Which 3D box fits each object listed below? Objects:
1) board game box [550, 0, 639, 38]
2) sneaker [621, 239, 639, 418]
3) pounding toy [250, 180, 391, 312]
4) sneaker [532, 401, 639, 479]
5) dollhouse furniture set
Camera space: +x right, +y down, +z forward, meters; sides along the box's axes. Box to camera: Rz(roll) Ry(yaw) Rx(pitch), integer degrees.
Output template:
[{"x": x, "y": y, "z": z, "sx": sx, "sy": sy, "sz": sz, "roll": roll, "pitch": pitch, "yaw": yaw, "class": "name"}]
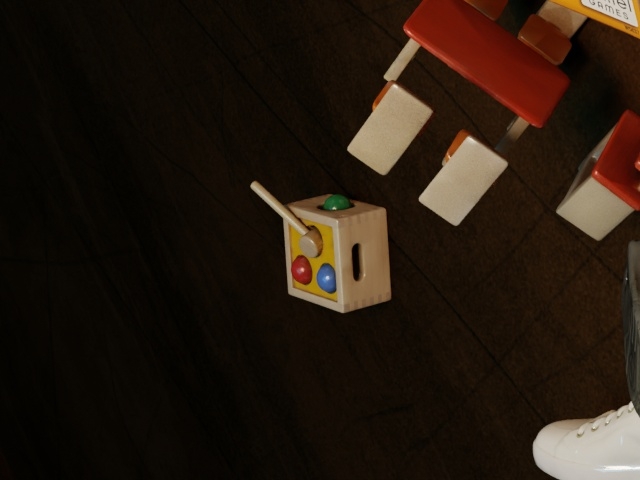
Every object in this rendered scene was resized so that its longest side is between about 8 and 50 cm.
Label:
[{"x": 0.184, "y": -0.421, "z": 1.101, "sx": 0.356, "sy": 0.356, "sz": 0.356, "roll": 33, "pitch": 156, "yaw": 46, "class": "board game box"}, {"x": 0.319, "y": 0.077, "z": 1.358, "sx": 0.130, "sy": 0.227, "sz": 0.087, "roll": 4, "pitch": 119, "yaw": 9, "class": "sneaker"}, {"x": 0.000, "y": 0.000, "z": 1.867, "sx": 0.130, "sy": 0.100, "sz": 0.141, "roll": 16, "pitch": 115, "yaw": 52, "class": "pounding toy"}, {"x": 0.312, "y": 0.159, "z": 1.469, "sx": 0.290, "sy": 0.106, "sz": 0.123, "roll": -5, "pitch": 102, "yaw": 45, "class": "sneaker"}, {"x": 0.191, "y": -0.131, "z": 1.429, "sx": 0.259, "sy": 0.262, "sz": 0.135, "roll": 35, "pitch": 138, "yaw": -1, "class": "dollhouse furniture set"}]
